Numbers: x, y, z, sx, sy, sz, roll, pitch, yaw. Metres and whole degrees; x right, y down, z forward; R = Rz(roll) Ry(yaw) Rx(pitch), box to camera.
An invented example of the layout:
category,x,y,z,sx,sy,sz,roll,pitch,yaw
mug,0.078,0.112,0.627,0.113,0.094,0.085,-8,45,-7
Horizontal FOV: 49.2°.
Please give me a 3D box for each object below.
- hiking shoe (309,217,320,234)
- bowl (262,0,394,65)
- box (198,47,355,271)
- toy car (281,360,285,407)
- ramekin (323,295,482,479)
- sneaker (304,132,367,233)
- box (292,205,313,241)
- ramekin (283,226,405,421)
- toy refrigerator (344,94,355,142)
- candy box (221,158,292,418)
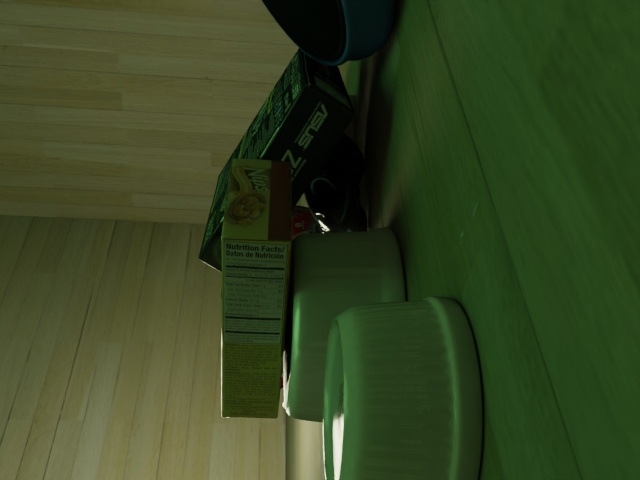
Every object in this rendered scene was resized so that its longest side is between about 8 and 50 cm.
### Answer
category,x,y,z,sx,sy,sz,roll,pitch,yaw
hiking shoe,0.008,-0.013,1.319,0.114,0.086,0.227,-137,47,-60
bowl,-0.039,-0.437,1.039,0.391,0.077,0.391,53,169,15
box,-0.077,-0.151,1.184,0.318,0.097,0.395,-54,16,17
toy car,-0.061,0.325,1.713,0.159,0.136,0.182,106,165,-69
ramekin,0.064,0.152,0.640,0.207,0.109,0.207,-177,90,-84
sneaker,0.020,-0.109,1.170,0.106,0.101,0.267,50,-157,-50
box,-0.059,-0.011,1.549,0.257,0.128,0.123,-163,74,-65
ramekin,0.022,0.117,0.954,0.277,0.135,0.277,-177,90,-85
toy refrigerator,0.008,-0.215,1.484,0.269,0.094,0.102,120,152,-80
candy box,-0.088,0.070,0.954,0.183,0.087,0.316,-94,7,-53
